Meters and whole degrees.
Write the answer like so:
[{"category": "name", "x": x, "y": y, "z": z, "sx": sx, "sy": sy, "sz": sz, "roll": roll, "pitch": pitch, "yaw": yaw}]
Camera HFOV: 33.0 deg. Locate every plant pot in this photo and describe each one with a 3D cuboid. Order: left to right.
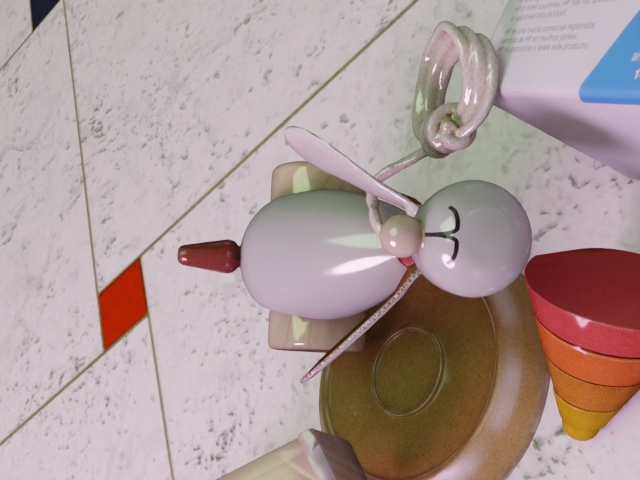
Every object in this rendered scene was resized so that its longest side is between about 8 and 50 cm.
[{"category": "plant pot", "x": 0.078, "y": 0.109, "z": 0.879, "sx": 0.236, "sy": 0.032, "sz": 0.236, "roll": -23, "pitch": 56, "yaw": 40}]

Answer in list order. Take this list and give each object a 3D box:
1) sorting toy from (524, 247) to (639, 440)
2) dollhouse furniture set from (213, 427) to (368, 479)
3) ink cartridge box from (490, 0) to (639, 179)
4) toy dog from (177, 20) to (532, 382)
[{"category": "sorting toy", "x": 0.255, "y": 0.134, "z": 0.646, "sx": 0.365, "sy": 0.127, "sz": 0.126, "roll": 38, "pitch": 130, "yaw": 47}, {"category": "dollhouse furniture set", "x": -0.006, "y": 0.325, "z": 0.782, "sx": 0.198, "sy": 0.286, "sz": 0.303, "roll": -27, "pitch": 72, "yaw": 5}, {"category": "ink cartridge box", "x": 0.294, "y": -0.233, "z": 0.657, "sx": 0.395, "sy": 0.166, "sz": 0.285, "roll": -66, "pitch": 22, "yaw": 0}, {"category": "toy dog", "x": 0.000, "y": 0.000, "z": 0.782, "sx": 0.334, "sy": 0.161, "sz": 0.220, "roll": 128, "pitch": 138, "yaw": -57}]
